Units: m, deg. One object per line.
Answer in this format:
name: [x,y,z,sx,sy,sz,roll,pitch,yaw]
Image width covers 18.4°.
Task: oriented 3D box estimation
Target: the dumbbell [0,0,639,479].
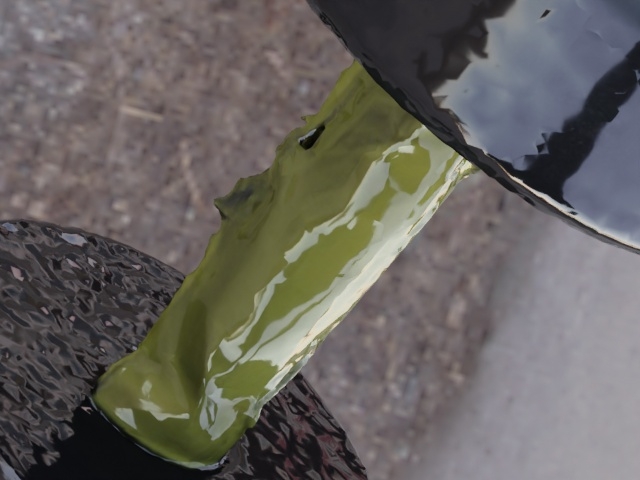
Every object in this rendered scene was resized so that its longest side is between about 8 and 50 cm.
dumbbell: [0.000,0.000,0.660,0.322,0.203,0.204,-49,161,23]
